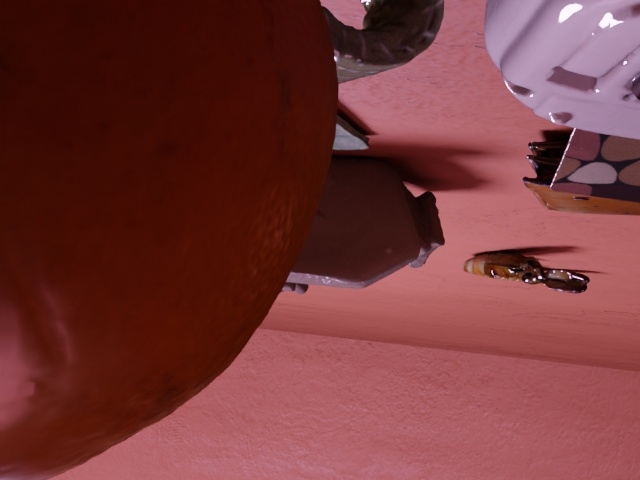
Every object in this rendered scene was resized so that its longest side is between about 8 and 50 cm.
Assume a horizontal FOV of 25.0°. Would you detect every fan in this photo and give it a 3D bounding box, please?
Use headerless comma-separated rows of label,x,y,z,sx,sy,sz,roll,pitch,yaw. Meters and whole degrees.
fan,0.002,-0.097,1.106,0.038,0.016,0.193,3,171,14

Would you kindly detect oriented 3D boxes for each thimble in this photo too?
thimble,0.003,-0.124,0.709,0.110,0.084,0.062,27,161,-28

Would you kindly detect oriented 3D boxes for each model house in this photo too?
model house,-0.001,-0.008,1.336,0.229,0.122,0.188,2,172,16

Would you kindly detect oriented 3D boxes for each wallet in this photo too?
wallet,0.264,-0.046,1.138,0.196,0.042,0.161,3,174,18

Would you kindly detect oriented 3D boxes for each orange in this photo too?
orange,-0.143,-0.050,0.592,0.312,0.312,0.312,8,171,1

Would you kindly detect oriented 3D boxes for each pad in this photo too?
pad,0.289,-0.056,1.002,0.235,0.003,0.158,8,153,0

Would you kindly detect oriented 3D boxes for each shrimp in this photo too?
shrimp,0.258,0.041,1.684,0.148,0.035,0.195,13,177,-19

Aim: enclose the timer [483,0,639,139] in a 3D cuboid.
timer,0.211,-0.101,0.661,0.262,0.087,0.237,6,171,-5
